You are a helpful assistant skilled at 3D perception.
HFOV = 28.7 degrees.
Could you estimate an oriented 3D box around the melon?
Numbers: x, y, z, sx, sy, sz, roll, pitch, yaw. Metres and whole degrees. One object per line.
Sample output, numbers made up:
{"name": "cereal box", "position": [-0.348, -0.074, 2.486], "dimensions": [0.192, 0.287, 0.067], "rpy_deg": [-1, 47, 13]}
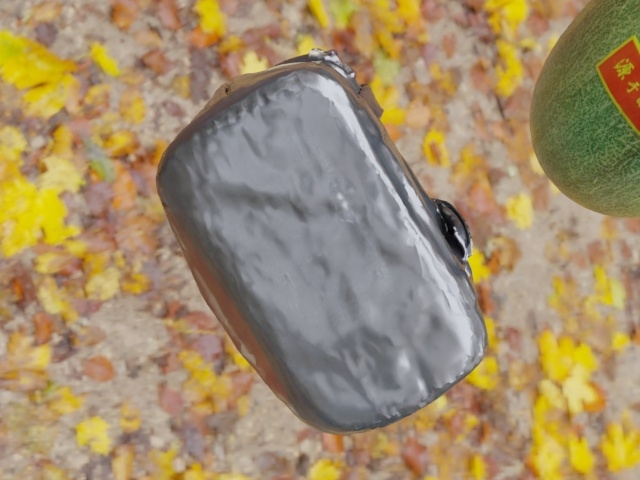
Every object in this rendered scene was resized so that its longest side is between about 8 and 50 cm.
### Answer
{"name": "melon", "position": [0.275, -0.126, 0.909], "dimensions": [0.182, 0.287, 0.182], "rpy_deg": [20, 48, -24]}

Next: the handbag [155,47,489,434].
{"name": "handbag", "position": [0.000, 0.000, 0.874], "dimensions": [0.254, 0.181, 0.181], "rpy_deg": [56, 8, -8]}
